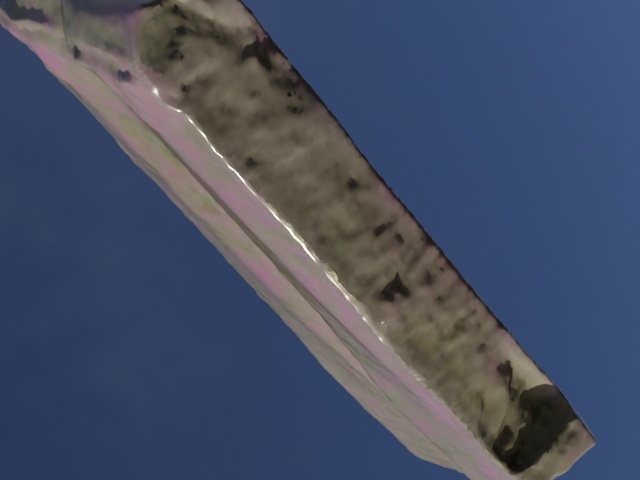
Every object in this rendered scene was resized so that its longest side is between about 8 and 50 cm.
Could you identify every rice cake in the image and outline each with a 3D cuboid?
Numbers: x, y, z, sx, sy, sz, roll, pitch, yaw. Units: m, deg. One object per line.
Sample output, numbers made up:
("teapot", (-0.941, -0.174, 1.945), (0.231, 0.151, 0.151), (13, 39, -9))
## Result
("rice cake", (0.002, 0.001, 0.620), (0.050, 0.106, 0.298), (-51, -51, -11))
